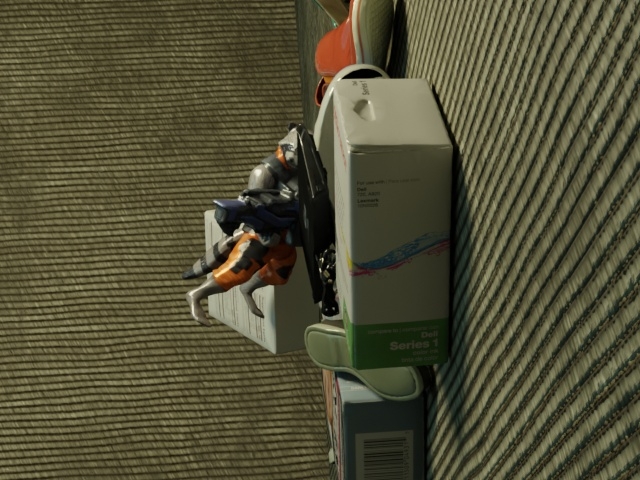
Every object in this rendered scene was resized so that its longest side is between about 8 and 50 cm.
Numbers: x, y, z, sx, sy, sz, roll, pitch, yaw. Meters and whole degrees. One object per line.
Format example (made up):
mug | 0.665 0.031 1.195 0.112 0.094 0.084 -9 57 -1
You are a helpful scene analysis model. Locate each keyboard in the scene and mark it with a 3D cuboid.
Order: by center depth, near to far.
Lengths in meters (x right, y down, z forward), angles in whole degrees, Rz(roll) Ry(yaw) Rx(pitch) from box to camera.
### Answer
keyboard | 0.000 0.000 1.860 0.317 0.033 0.202 88 170 -64

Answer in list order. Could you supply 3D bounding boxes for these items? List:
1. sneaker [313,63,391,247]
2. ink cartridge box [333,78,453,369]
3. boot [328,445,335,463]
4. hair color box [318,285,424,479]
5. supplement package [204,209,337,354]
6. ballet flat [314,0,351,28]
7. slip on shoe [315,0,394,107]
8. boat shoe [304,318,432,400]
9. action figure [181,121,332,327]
sneaker | 0.043 -0.129 1.949 0.236 0.130 0.323 -108 10 -60
ink cartridge box | 0.080 -0.024 1.602 0.201 0.117 0.278 -99 7 -61
boot | 0.056 0.304 2.453 0.244 0.088 0.176 89 179 -80
hair color box | 0.068 0.219 1.990 0.374 0.113 0.185 -101 9 -68
supplement package | -0.054 0.054 2.409 0.262 0.199 0.198 23 118 58
ballet flat | 0.037 -0.358 2.100 0.248 0.086 0.086 47 -154 -41
slip on shoe | 0.042 -0.257 1.962 0.331 0.101 0.123 99 -172 -72
boat shoe | 0.072 0.145 1.807 0.227 0.068 0.081 18 120 50
action figure | -0.100 -0.031 2.096 0.178 0.341 0.330 41 108 32
